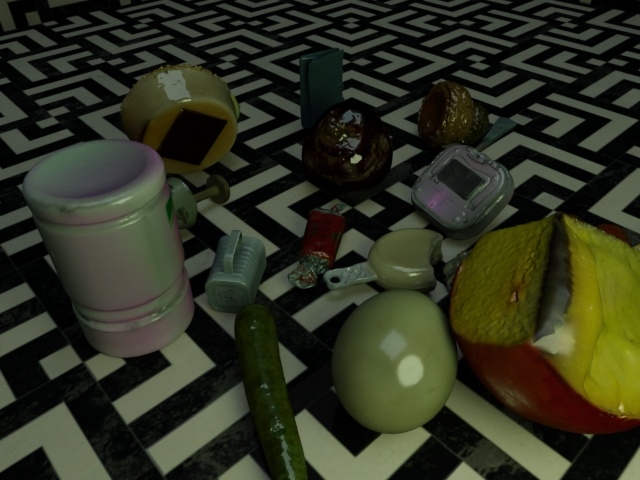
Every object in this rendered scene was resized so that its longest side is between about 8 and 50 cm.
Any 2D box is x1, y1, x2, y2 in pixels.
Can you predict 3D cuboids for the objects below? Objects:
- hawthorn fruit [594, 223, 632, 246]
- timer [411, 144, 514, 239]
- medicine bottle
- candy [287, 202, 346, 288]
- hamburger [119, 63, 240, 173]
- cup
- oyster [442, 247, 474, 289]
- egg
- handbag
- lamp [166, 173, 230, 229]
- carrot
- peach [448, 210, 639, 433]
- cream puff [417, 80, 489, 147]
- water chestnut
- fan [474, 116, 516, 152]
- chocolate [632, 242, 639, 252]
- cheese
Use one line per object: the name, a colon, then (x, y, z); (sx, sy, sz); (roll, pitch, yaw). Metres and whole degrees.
hawthorn fruit: (0.542, 0.030, 1.030); (0.140, 0.125, 0.125); (13, 41, 15)
timer: (0.309, -0.112, 1.184); (0.191, 0.069, 0.208); (-49, 46, 5)
medicine bottle: (-0.342, 0.016, 0.907); (0.211, 0.326, 0.212); (-2, 38, 1)
candy: (0.001, -0.001, 1.129); (0.086, 0.059, 0.292); (8, 41, 9)
hamburger: (-0.351, -0.306, 1.341); (0.301, 0.302, 0.170); (-16, 59, -18)
cup: (-0.161, 0.051, 1.016); (0.095, 0.128, 0.130); (4, 42, 4)
oyster: (0.337, 0.040, 1.063); (0.208, 0.072, 0.133); (-15, 38, -13)
egg: (0.115, 0.175, 0.808); (0.185, 0.186, 0.242); (15, 39, 19)
handbag: (0.009, -0.432, 1.533); (0.144, 0.221, 0.057); (-30, 46, -29)
lamp: (-0.306, -0.090, 1.203); (0.121, 0.121, 0.214); (26, 37, 29)
carrot: (-0.079, 0.242, 0.828); (0.074, 0.074, 0.359); (-10, 43, -11)
peach: (0.351, 0.128, 0.792); (0.380, 0.242, 0.307); (17, 61, -34)
cream puff: (0.379, -0.334, 1.471); (0.168, 0.184, 0.183); (9, 35, -21)
water chestnut: (0.070, -0.216, 1.304); (0.223, 0.238, 0.224); (0, 80, 1)
fan: (0.483, -0.288, 1.502); (0.057, 0.023, 0.282); (30, 48, 21)
chocolate: (0.734, 0.003, 1.101); (0.219, 0.086, 0.086); (-16, 41, -12)
cheese: (0.130, 0.040, 1.067); (0.248, 0.071, 0.164); (0, 39, 2)
